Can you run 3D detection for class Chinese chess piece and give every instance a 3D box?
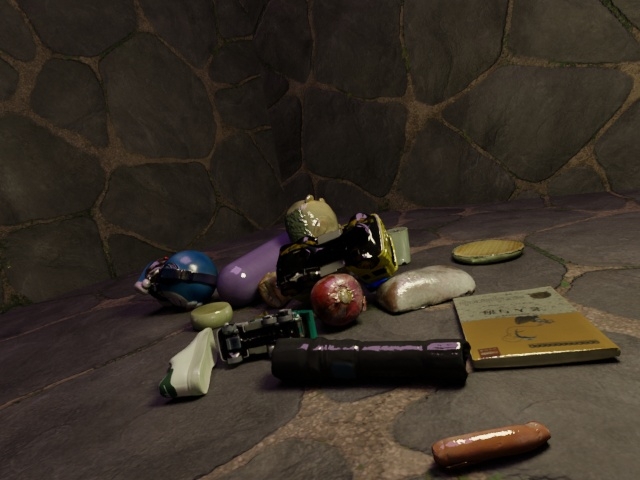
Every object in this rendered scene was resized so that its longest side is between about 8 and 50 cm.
[{"bbox_3d":[-0.375,0.261,1.421,0.144,0.059,0.144,-9,10,2],"label":"Chinese chess piece"}]

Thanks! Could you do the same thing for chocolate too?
[{"bbox_3d":[0.322,0.135,1.287,0.303,0.100,0.185,-10,6,-13],"label":"chocolate"}]

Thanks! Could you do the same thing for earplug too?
[{"bbox_3d":[-0.228,0.122,1.669,0.215,0.215,0.456,-3,16,36],"label":"earplug"}]

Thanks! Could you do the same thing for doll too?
[{"bbox_3d":[-0.563,0.159,1.672,0.310,0.240,0.284,1,-14,28],"label":"doll"},{"bbox_3d":[0.000,0.000,1.636,0.247,0.350,0.247,-15,-11,-3],"label":"doll"}]

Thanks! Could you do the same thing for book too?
[{"bbox_3d":[0.470,0.191,0.976,0.268,0.032,0.389,-10,9,13],"label":"book"}]

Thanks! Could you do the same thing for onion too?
[{"bbox_3d":[0.037,0.178,1.211,0.159,0.159,0.195,-16,-9,-27],"label":"onion"}]

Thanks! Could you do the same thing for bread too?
[{"bbox_3d":[-0.173,0.181,1.491,0.082,0.125,0.106,-28,4,23],"label":"bread"},{"bbox_3d":[0.644,0.044,1.590,0.267,0.040,0.267,-10,9,2],"label":"bread"}]

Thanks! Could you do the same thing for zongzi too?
[{"bbox_3d":[-0.192,0.261,1.290,0.083,0.040,0.076,-26,21,-16],"label":"zongzi"}]

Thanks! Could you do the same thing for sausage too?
[{"bbox_3d":[0.249,0.297,0.600,0.176,0.040,0.047,-11,-35,-3],"label":"sausage"}]

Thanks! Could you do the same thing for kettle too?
[{"bbox_3d":[0.320,0.025,1.738,0.098,0.148,0.127,-20,15,-34],"label":"kettle"}]

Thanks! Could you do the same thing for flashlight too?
[{"bbox_3d":[0.096,0.248,0.871,0.424,0.103,0.103,-7,11,21],"label":"flashlight"}]

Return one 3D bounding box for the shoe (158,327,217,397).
[{"bbox_3d":[-0.330,0.302,1.037,0.110,0.095,0.265,-12,12,-6],"label":"shoe"}]

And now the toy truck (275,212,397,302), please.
[{"bbox_3d":[0.051,0.080,1.350,0.405,0.181,0.254,-23,-36,24],"label":"toy truck"}]

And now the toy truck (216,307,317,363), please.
[{"bbox_3d":[-0.139,0.248,1.099,0.253,0.114,0.124,-11,-3,-1],"label":"toy truck"}]

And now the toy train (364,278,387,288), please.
[{"bbox_3d":[0.181,0.106,1.528,0.082,0.131,0.204,-17,-1,-3],"label":"toy train"}]
